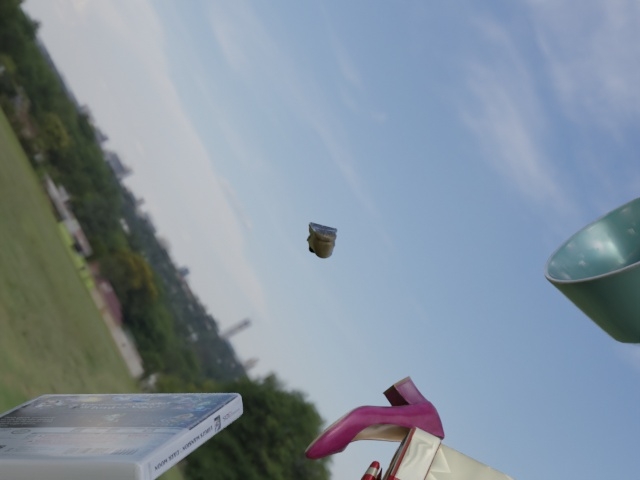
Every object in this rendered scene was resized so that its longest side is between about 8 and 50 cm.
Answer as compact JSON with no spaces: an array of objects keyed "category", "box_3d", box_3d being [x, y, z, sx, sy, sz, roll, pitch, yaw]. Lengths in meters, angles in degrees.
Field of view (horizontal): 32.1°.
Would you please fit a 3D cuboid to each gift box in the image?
[{"category":"gift box","box_3d":[0.157,0.451,1.656,0.258,0.276,0.255,26,-25,7]}]

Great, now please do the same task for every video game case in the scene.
[{"category":"video game case","box_3d":[-0.178,0.148,0.841,0.173,0.190,0.022,-24,110,-69]}]

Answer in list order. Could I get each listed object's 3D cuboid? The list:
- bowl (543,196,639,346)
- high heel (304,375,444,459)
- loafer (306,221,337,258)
[{"category":"bowl","box_3d":[0.511,0.048,1.676,0.163,0.311,0.311,61,-10,-9]},{"category":"high heel","box_3d":[0.089,0.314,1.759,0.117,0.244,0.082,56,-41,11]},{"category":"loafer","box_3d":[0.000,0.000,1.973,0.148,0.056,0.050,-75,179,-83]}]
